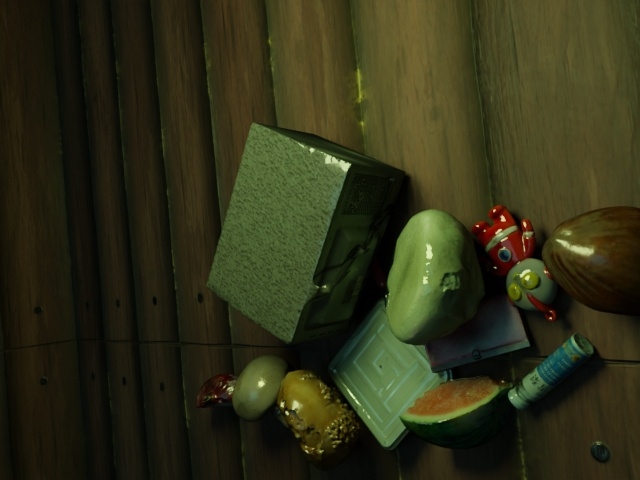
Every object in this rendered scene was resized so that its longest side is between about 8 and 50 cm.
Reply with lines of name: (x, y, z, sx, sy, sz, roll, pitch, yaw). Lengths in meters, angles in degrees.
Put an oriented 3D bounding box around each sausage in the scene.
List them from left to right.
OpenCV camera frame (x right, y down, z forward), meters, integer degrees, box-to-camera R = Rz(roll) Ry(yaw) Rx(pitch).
sausage: (0.111, 0.019, 1.475, 0.034, 0.034, 0.253, -43, 63, 39)

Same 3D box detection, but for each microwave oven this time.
microwave oven: (-0.036, -0.017, 1.417, 0.374, 0.236, 0.433, 28, 108, 33)

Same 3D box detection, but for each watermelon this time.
watermelon: (0.301, 0.388, 1.235, 0.230, 0.128, 0.146, -16, 109, 30)

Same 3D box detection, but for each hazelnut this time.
hazelnut: (0.483, 0.024, 0.970, 0.186, 0.210, 0.210, -34, 61, -1)

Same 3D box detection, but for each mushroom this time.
mushroom: (-0.144, 0.423, 1.677, 0.208, 0.206, 0.207, 11, 103, 4)

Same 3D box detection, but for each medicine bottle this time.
medicine bottle: (0.439, 0.255, 1.130, 0.051, 0.051, 0.191, 55, 127, 29)

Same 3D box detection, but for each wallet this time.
wallet: (0.321, 0.195, 1.246, 0.232, 0.025, 0.120, -27, 65, 36)

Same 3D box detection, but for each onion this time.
onion: (-0.321, 0.478, 1.884, 0.205, 0.151, 0.099, -17, 65, 29)

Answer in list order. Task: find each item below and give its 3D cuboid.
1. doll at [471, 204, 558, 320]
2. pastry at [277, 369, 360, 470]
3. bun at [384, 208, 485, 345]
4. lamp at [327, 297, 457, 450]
doll: (0.389, 0.051, 1.158, 0.142, 0.076, 0.245, -49, 54, 42)
pastry: (-0.004, 0.443, 1.485, 0.255, 0.161, 0.311, 60, 170, 13)
bun: (0.249, 0.079, 1.228, 0.283, 0.178, 0.284, -168, 90, -80)
lamp: (0.161, 0.314, 1.408, 0.269, 0.047, 0.267, 48, 113, 33)
